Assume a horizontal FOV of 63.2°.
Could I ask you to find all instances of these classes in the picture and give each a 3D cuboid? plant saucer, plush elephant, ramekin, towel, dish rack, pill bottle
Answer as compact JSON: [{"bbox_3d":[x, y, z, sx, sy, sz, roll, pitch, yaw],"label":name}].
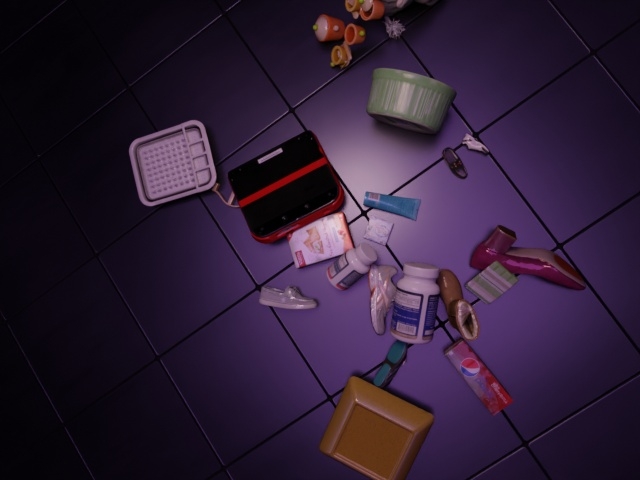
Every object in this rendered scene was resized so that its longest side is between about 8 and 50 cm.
[{"bbox_3d":[0.189,0.704,1.849,0.332,0.081,0.333,24,101,10],"label":"plant saucer"},{"bbox_3d":[0.306,-0.926,1.857,0.255,0.272,0.330,-13,107,39],"label":"plush elephant"},{"bbox_3d":[0.308,-0.481,1.825,0.303,0.303,0.148,18,98,10],"label":"ramekin"},{"bbox_3d":[0.603,0.149,1.828,0.113,0.023,0.152,38,124,-4],"label":"towel"},{"bbox_3d":[-0.579,-0.302,2.073,0.332,0.072,0.286,-16,85,8],"label":"dish rack"},{"bbox_3d":[0.116,0.092,1.881,0.180,0.108,0.108,-42,80,31],"label":"pill bottle"},{"bbox_3d":[0.337,0.216,1.825,0.153,0.153,0.265,9,98,10],"label":"pill bottle"}]

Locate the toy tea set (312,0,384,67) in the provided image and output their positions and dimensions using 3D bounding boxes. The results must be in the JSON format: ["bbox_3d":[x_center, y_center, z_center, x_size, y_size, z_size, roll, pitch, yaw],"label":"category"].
[{"bbox_3d":[0.084,-0.788,1.878,0.124,0.336,0.200,-9,73,-33],"label":"toy tea set"}]

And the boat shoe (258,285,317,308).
[{"bbox_3d":[-0.123,0.211,1.960,0.227,0.079,0.081,5,92,13],"label":"boat shoe"}]

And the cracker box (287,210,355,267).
[{"bbox_3d":[0.000,0.000,1.958,0.232,0.067,0.156,-18,83,9],"label":"cracker box"}]

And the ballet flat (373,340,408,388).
[{"bbox_3d":[0.266,0.450,1.889,0.074,0.074,0.203,32,93,10],"label":"ballet flat"}]

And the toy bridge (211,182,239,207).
[{"bbox_3d":[-0.347,-0.167,2.048,0.188,0.026,0.063,23,91,10],"label":"toy bridge"}]

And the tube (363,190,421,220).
[{"bbox_3d":[0.264,-0.137,1.934,0.207,0.052,0.080,13,94,5],"label":"tube"}]

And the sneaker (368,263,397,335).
[{"bbox_3d":[0.238,0.214,1.893,0.121,0.099,0.263,-2,87,5],"label":"sneaker"}]

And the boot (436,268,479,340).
[{"bbox_3d":[0.465,0.208,1.763,0.089,0.269,0.236,-21,84,6],"label":"boot"}]

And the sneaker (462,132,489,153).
[{"bbox_3d":[0.568,-0.346,1.902,0.109,0.040,0.044,38,110,13],"label":"sneaker"}]

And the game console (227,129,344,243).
[{"bbox_3d":[-0.134,-0.202,1.974,0.386,0.060,0.342,-27,68,4],"label":"game console"}]

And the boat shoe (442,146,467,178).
[{"bbox_3d":[0.493,-0.283,1.906,0.049,0.042,0.133,-34,83,4],"label":"boat shoe"}]

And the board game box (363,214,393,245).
[{"bbox_3d":[0.217,-0.038,1.947,0.090,0.020,0.090,21,91,10],"label":"board game box"}]

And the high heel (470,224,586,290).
[{"bbox_3d":[0.727,0.105,1.832,0.377,0.127,0.181,33,121,6],"label":"high heel"}]

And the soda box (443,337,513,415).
[{"bbox_3d":[0.552,0.474,1.828,0.092,0.083,0.263,-39,82,6],"label":"soda box"}]
